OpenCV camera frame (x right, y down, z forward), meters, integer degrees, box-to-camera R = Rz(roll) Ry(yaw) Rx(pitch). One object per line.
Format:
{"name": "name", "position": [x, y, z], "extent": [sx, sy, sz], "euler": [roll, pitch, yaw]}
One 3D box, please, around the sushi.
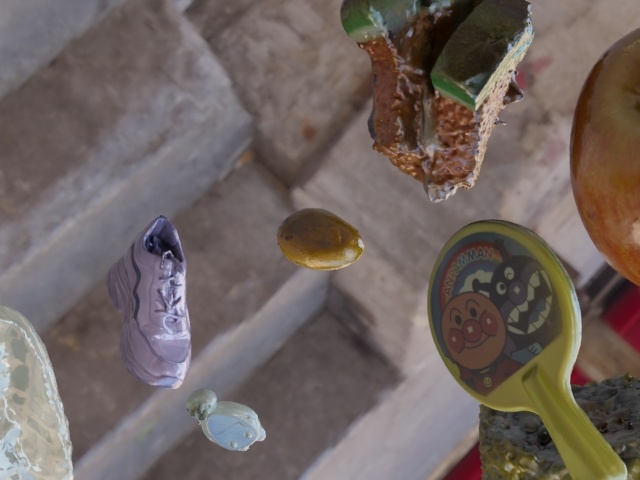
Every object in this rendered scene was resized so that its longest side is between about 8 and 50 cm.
{"name": "sushi", "position": [0.405, 0.333, 2.004], "extent": [0.351, 0.240, 0.396], "euler": [-8, -171, 7]}

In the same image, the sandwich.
{"name": "sandwich", "position": [0.158, -0.194, 1.754], "extent": [0.250, 0.162, 0.301], "euler": [-6, 105, -24]}

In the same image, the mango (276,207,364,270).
{"name": "mango", "position": [0.000, 0.000, 1.714], "extent": [0.079, 0.114, 0.057], "euler": [-61, 151, -27]}

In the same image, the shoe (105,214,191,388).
{"name": "shoe", "position": [-0.217, 0.083, 1.920], "extent": [0.095, 0.245, 0.138], "euler": [6, 131, -29]}

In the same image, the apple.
{"name": "apple", "position": [0.401, -0.107, 1.556], "extent": [0.301, 0.301, 0.301], "euler": [-43, 165, -15]}

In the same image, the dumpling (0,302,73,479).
{"name": "dumpling", "position": [-0.395, 0.208, 1.301], "extent": [0.395, 0.316, 0.233], "euler": [-15, -170, 23]}

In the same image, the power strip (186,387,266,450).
{"name": "power strip", "position": [-0.088, 0.168, 1.292], "extent": [0.055, 0.083, 0.035], "euler": [-34, -149, 26]}

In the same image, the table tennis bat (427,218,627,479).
{"name": "table tennis bat", "position": [0.246, 0.145, 1.697], "extent": [0.054, 0.369, 0.224], "euler": [-8, 150, -44]}
